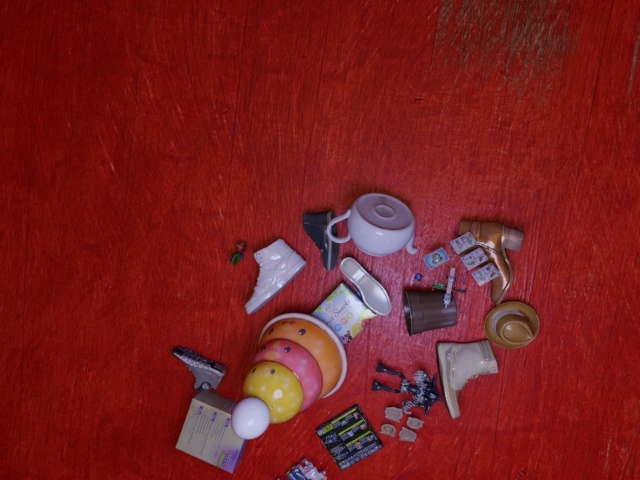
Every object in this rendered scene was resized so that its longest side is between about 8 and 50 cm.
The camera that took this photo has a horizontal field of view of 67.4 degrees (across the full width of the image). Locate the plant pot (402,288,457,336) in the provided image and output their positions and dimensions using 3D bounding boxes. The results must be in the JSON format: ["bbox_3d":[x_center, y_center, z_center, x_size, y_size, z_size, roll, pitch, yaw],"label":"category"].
[{"bbox_3d":[0.386,0.248,1.694,0.165,0.167,0.167,-5,92,2],"label":"plant pot"}]

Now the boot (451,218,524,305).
[{"bbox_3d":[0.567,0.071,1.682,0.220,0.109,0.283,13,106,15],"label":"boot"}]

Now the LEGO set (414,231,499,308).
[{"bbox_3d":[0.449,0.108,1.632,0.244,0.060,0.182,-30,66,1],"label":"LEGO set"}]

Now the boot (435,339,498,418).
[{"bbox_3d":[0.523,0.481,1.685,0.203,0.095,0.262,-6,64,6],"label":"boot"}]

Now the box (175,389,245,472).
[{"bbox_3d":[-0.397,0.728,1.853,0.243,0.117,0.213,20,96,8],"label":"box"}]

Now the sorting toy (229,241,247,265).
[{"bbox_3d":[-0.320,0.046,1.834,0.042,0.061,0.102,24,69,20],"label":"sorting toy"}]

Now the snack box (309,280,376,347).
[{"bbox_3d":[0.074,0.283,1.781,0.174,0.070,0.207,44,97,4],"label":"snack box"}]

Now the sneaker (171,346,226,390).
[{"bbox_3d":[-0.493,0.516,1.874,0.229,0.086,0.132,24,99,6],"label":"sneaker"}]

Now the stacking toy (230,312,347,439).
[{"bbox_3d":[-0.136,0.482,1.588,0.351,0.480,0.350,6,108,19],"label":"stacking toy"}]

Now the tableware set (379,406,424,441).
[{"bbox_3d":[0.295,0.679,1.762,0.141,0.020,0.168,15,122,8],"label":"tableware set"}]

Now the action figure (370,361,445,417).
[{"bbox_3d":[0.326,0.537,1.724,0.276,0.141,0.164,15,84,9],"label":"action figure"}]

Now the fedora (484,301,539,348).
[{"bbox_3d":[0.674,0.308,1.669,0.194,0.079,0.194,1,108,2],"label":"fedora"}]

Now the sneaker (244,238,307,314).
[{"bbox_3d":[-0.210,0.127,1.805,0.292,0.108,0.169,-45,84,-1],"label":"sneaker"}]

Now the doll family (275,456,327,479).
[{"bbox_3d":[-0.087,0.958,1.836,0.263,0.118,0.163,-38,80,-9],"label":"doll family"}]

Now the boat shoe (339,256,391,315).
[{"bbox_3d":[0.167,0.164,1.757,0.254,0.079,0.095,45,100,6],"label":"boat shoe"}]

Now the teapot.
[{"bbox_3d":[0.195,-0.033,1.688,0.256,0.252,0.187,41,137,25],"label":"teapot"}]

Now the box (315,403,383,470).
[{"bbox_3d":[0.108,0.744,1.815,0.191,0.045,0.184,-35,85,10],"label":"box"}]

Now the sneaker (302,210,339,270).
[{"bbox_3d":[0.000,0.000,1.783,0.118,0.083,0.222,1,97,24],"label":"sneaker"}]
